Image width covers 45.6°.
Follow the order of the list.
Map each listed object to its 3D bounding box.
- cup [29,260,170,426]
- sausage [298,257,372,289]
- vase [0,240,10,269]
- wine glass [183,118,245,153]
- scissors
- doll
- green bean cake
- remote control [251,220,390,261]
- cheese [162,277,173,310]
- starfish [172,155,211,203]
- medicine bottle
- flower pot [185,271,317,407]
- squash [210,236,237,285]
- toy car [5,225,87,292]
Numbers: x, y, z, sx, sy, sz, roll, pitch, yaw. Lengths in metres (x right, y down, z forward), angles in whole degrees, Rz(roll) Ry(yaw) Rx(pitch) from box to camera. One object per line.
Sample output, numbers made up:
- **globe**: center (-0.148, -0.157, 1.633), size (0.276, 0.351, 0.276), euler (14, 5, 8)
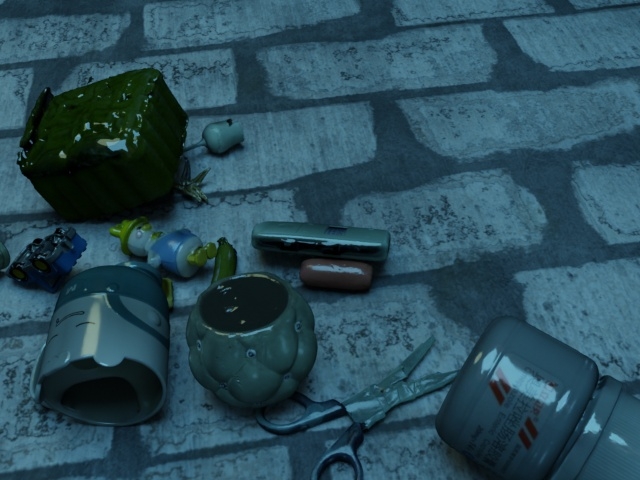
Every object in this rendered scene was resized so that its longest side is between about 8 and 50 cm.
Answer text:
- **cup**: center (-0.412, 0.199, 1.395), size (0.290, 0.219, 0.257), euler (-27, 42, 20)
- **sausage**: center (0.032, 0.070, 1.593), size (0.154, 0.062, 0.062), euler (4, 46, 6)
- **vase**: center (-0.753, 0.120, 1.509), size (0.173, 0.173, 0.321), euler (8, 40, 9)
- **wine glass**: center (-0.289, -0.243, 1.894), size (0.195, 0.079, 0.079), euler (-26, 51, -21)
- **scissors**: center (0.091, 0.296, 1.394), size (0.383, 0.029, 0.256), euler (-30, 50, -23)
- **doll**: center (-0.343, 0.012, 1.638), size (0.241, 0.098, 0.135), euler (20, 62, 17)
- **green bean cake**: center (-0.492, -0.237, 1.751), size (0.319, 0.218, 0.335), euler (-15, 50, 14)
- **remote control**: center (0.000, 0.000, 1.635), size (0.296, 0.056, 0.140), euler (4, 12, 7)
- **cheese**: center (-0.386, 0.119, 1.575), size (0.162, 0.036, 0.086), euler (-7, 45, -6)
- **starfish**: center (-0.327, -0.138, 1.815), size (0.130, 0.041, 0.133), euler (0, 57, -5)
- **medicine bottle**: center (0.370, 0.291, 1.243), size (0.306, 0.245, 0.245), euler (29, 53, 17)
- **flower pot**: center (-0.122, 0.182, 1.383), size (0.246, 0.195, 0.246), euler (-5, 38, 4)
- **squash**: center (-0.204, 0.063, 1.616), size (0.052, 0.052, 0.183), euler (0, 43, 2)
- **toy car**: center (-0.565, 0.046, 1.600), size (0.191, 0.100, 0.097), euler (-16, 36, 35)
